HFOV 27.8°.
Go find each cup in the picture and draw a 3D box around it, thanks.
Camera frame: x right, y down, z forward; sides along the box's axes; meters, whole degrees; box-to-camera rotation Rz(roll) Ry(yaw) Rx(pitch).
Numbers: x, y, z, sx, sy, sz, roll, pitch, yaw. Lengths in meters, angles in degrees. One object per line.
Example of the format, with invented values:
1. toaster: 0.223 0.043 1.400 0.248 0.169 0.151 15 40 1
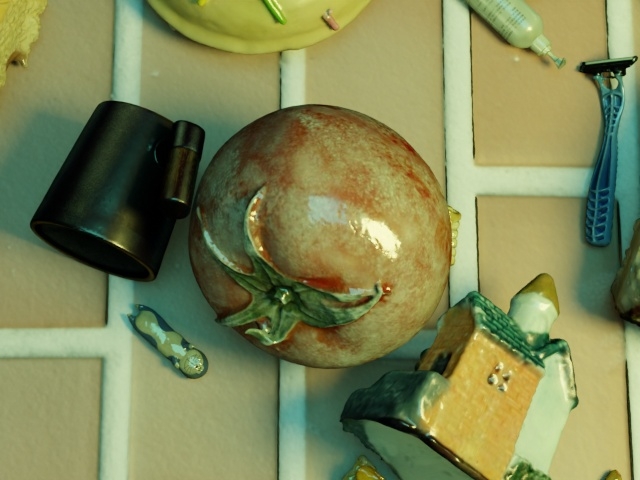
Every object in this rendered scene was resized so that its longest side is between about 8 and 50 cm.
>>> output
1. cup: -0.215 -0.056 1.583 0.239 0.166 0.177 11 69 30

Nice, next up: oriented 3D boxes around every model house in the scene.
1. model house: 0.200 0.166 1.537 0.253 0.184 0.291 39 70 -21

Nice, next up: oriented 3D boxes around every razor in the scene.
1. razor: 0.375 -0.116 1.697 0.082 0.042 0.253 -4 74 40

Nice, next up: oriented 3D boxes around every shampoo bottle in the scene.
1. shampoo bottle: 0.254 -0.298 1.725 0.056 0.056 0.195 -42 83 -10

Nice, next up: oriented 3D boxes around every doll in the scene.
1. doll: -0.192 0.127 1.625 0.125 0.027 0.037 40 86 6

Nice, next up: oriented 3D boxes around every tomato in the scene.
1. tomato: 0.000 0.000 1.516 0.316 0.317 0.282 30 49 4

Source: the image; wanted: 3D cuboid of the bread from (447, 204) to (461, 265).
1. bread: 0.154 -0.003 1.666 0.049 0.033 0.088 8 81 -15

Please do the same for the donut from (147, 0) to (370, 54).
1. donut: -0.056 -0.407 1.688 0.307 0.150 0.371 41 78 6

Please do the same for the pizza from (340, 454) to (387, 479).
1. pizza: 0.057 0.342 1.571 0.182 0.062 0.161 -4 77 -2

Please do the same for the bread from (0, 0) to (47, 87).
1. bread: -0.476 -0.274 1.610 0.224 0.211 0.184 14 84 -4

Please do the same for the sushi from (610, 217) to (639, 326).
1. sushi: 0.499 -0.028 1.578 0.207 0.234 0.349 25 94 2

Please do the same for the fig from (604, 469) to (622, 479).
1. fig: 0.351 0.394 1.540 0.175 0.207 0.175 -10 118 -20
